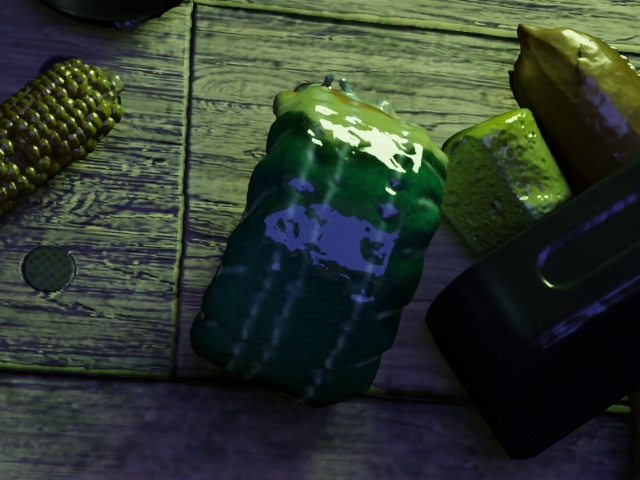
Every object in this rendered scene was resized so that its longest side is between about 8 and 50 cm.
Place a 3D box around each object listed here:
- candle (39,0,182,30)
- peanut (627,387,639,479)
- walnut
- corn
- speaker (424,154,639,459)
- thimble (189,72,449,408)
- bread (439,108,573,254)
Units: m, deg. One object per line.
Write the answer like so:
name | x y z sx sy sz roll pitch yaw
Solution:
candle | -0.190 -0.362 1.469 0.221 0.342 0.221 5 63 -9
peanut | 0.353 0.199 1.493 0.136 0.120 0.298 8 71 -26
walnut | 0.275 -0.120 1.585 0.137 0.137 0.245 -29 86 -21
corn | -0.306 -0.061 1.459 0.320 0.097 0.097 -41 83 -21
speaker | 0.272 0.004 1.420 0.388 0.184 0.180 -35 56 4
thimble | 0.000 0.000 1.413 0.167 0.254 0.288 22 64 -5
bread | 0.175 -0.062 1.552 0.111 0.129 0.114 -29 87 -40
